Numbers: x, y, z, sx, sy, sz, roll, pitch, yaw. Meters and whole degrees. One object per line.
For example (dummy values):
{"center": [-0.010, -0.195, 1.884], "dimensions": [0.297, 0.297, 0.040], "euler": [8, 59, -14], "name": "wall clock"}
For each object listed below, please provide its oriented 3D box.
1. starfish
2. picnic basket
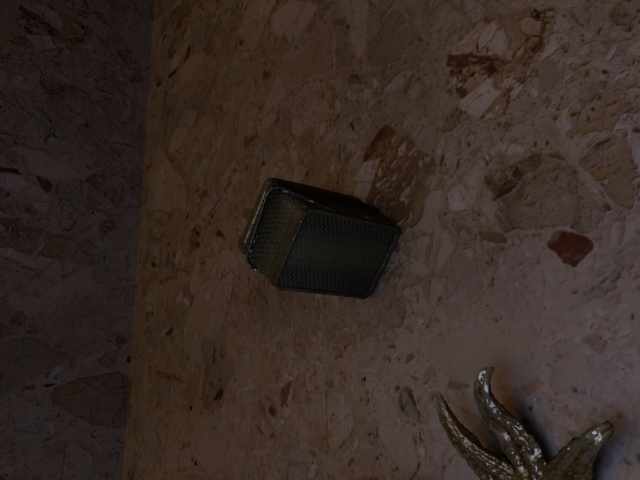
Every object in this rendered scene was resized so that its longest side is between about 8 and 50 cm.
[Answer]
{"center": [0.278, 0.350, 1.019], "dimensions": [0.375, 0.094, 0.326], "euler": [29, 107, 47], "name": "starfish"}
{"center": [0.000, 0.000, 1.382], "dimensions": [0.139, 0.267, 0.165], "euler": [41, 113, 45], "name": "picnic basket"}
